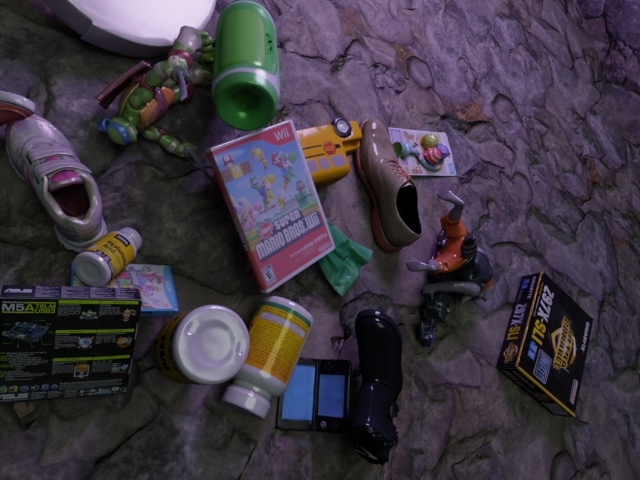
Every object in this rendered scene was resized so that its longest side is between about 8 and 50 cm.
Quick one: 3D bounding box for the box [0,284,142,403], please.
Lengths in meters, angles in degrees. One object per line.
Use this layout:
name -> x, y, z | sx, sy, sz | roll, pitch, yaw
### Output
box -> -0.386, 0.159, 0.717 | 0.190, 0.045, 0.184 | 5, 109, -30

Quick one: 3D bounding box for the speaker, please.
speaker -> -0.147, -0.355, 0.926 | 0.131, 0.131, 0.297 | 16, 48, -27

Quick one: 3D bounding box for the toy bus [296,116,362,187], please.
toy bus -> -0.051, -0.176, 1.036 | 0.332, 0.108, 0.130 | -19, 87, -34

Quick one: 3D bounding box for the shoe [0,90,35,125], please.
shoe -> -0.535, -0.183, 0.735 | 0.177, 0.063, 0.081 | 1, 76, 12

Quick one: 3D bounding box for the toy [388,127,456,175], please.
toy -> 0.301, -0.252, 1.302 | 0.237, 0.056, 0.137 | -6, 80, -32

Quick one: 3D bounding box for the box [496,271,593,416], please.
box -> 0.654, 0.293, 1.345 | 0.257, 0.079, 0.322 | 39, 60, -14

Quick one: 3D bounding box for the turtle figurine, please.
turtle figurine -> -0.256, -0.262, 0.891 | 0.198, 0.274, 0.267 | 58, 43, -46

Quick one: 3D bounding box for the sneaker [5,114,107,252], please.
sneaker -> -0.435, -0.108, 0.783 | 0.103, 0.111, 0.252 | -34, 94, -34

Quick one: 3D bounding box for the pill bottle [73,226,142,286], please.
pill bottle -> -0.358, 0.023, 0.799 | 0.065, 0.065, 0.116 | 45, 28, -12

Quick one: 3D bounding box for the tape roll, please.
tape roll -> -0.383, -0.562, 0.910 | 0.391, 0.072, 0.393 | 6, 81, -44

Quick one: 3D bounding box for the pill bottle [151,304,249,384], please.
pill bottle -> -0.210, 0.178, 0.777 | 0.119, 0.208, 0.119 | 10, 71, -29

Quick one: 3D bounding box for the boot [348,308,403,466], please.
boot -> 0.109, 0.291, 0.926 | 0.207, 0.094, 0.247 | -64, 145, -54

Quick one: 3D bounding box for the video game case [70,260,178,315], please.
video game case -> -0.337, 0.082, 0.805 | 0.166, 0.015, 0.119 | 5, 35, -30

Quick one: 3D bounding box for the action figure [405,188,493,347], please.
action figure -> 0.329, 0.089, 1.131 | 0.330, 0.178, 0.342 | 38, 61, -47

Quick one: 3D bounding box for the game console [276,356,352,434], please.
game console -> -0.010, 0.309, 0.938 | 0.085, 0.124, 0.144 | 27, 61, -52

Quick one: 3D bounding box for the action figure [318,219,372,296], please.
action figure -> 0.000, 0.000, 1.043 | 0.232, 0.063, 0.137 | 44, 60, -17

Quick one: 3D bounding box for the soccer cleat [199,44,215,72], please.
soccer cleat -> -0.181, -0.379, 1.049 | 0.178, 0.060, 0.072 | 23, 55, -23

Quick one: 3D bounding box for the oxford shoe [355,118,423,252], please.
oxford shoe -> 0.182, -0.153, 1.156 | 0.122, 0.130, 0.349 | -10, 81, -33

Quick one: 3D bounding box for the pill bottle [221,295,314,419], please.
pill bottle -> -0.102, 0.221, 0.885 | 0.117, 0.117, 0.209 | 34, 62, -18

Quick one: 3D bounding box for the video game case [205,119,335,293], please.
video game case -> -0.085, -0.070, 0.908 | 0.204, 0.025, 0.285 | -32, 110, -39
